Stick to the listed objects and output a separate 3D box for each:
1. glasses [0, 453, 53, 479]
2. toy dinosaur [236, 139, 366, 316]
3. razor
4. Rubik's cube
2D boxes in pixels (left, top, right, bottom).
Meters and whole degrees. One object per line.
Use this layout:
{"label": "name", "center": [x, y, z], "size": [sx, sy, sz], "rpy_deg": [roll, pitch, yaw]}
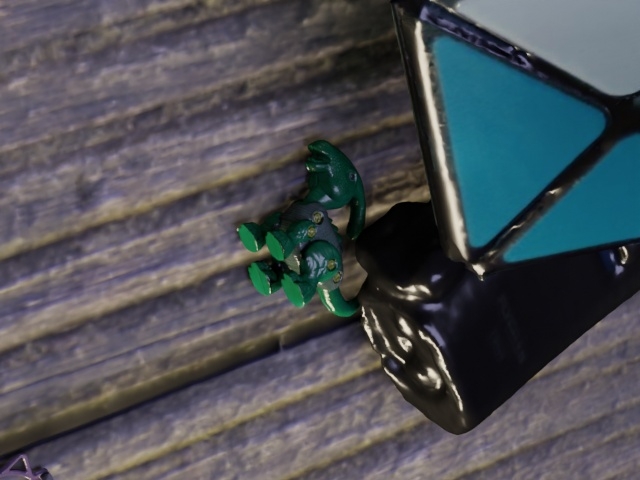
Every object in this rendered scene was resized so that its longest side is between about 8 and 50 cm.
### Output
{"label": "glasses", "center": [-0.224, 0.213, 1.217], "size": [0.140, 0.104, 0.062], "rpy_deg": [-27, 123, -15]}
{"label": "toy dinosaur", "center": [0.000, 0.000, 1.295], "size": [0.096, 0.059, 0.132], "rpy_deg": [-36, 122, -27]}
{"label": "razor", "center": [0.175, -0.013, 1.353], "size": [0.327, 0.107, 0.189], "rpy_deg": [-38, 126, -18]}
{"label": "Rubik's cube", "center": [0.171, -0.160, 1.133], "size": [0.248, 0.250, 0.246], "rpy_deg": [-10, 137, 7]}
